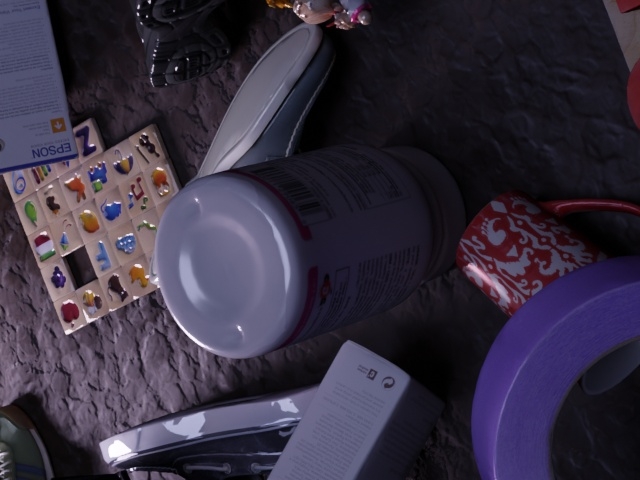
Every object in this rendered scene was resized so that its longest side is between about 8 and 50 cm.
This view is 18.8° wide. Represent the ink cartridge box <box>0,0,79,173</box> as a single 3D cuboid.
[{"bbox_3d":[-0.384,-0.172,2.035,0.045,0.223,0.224,172,86,-69],"label":"ink cartridge box"}]

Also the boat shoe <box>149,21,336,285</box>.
[{"bbox_3d":[-0.057,-0.071,1.899,0.099,0.116,0.319,25,115,-17],"label":"boat shoe"}]

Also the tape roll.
[{"bbox_3d":[0.266,0.154,1.577,0.090,0.275,0.275,-125,34,-75],"label":"tape roll"}]

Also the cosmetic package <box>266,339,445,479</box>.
[{"bbox_3d":[0.016,0.222,1.810,0.085,0.117,0.231,28,84,28],"label":"cosmetic package"}]

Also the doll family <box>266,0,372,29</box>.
[{"bbox_3d":[-0.014,-0.304,1.794,0.163,0.118,0.263,-41,80,19],"label":"doll family"}]

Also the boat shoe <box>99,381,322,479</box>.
[{"bbox_3d":[-0.098,0.217,1.973,0.301,0.108,0.102,-14,90,32],"label":"boat shoe"}]

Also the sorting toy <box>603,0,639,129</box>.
[{"bbox_3d":[0.336,-0.196,1.550,0.257,0.089,0.255,-23,86,38],"label":"sorting toy"}]

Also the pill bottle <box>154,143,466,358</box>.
[{"bbox_3d":[0.000,0.000,1.728,0.160,0.283,0.160,9,105,36],"label":"pill bottle"}]

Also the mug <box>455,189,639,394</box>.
[{"bbox_3d":[0.222,0.030,1.699,0.169,0.150,0.113,41,158,29],"label":"mug"}]

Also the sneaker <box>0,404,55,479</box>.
[{"bbox_3d":[-0.348,0.284,2.185,0.064,0.086,0.192,-23,85,39],"label":"sneaker"}]

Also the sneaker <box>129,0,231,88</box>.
[{"bbox_3d":[-0.146,-0.255,1.837,0.286,0.109,0.130,111,138,-65],"label":"sneaker"}]

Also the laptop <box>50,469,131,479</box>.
[{"bbox_3d":[-0.221,0.448,1.925,0.408,0.236,0.382,-34,79,38],"label":"laptop"}]

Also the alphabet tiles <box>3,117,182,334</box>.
[{"bbox_3d":[-0.234,-0.027,2.079,0.237,0.009,0.198,-26,83,38],"label":"alphabet tiles"}]
